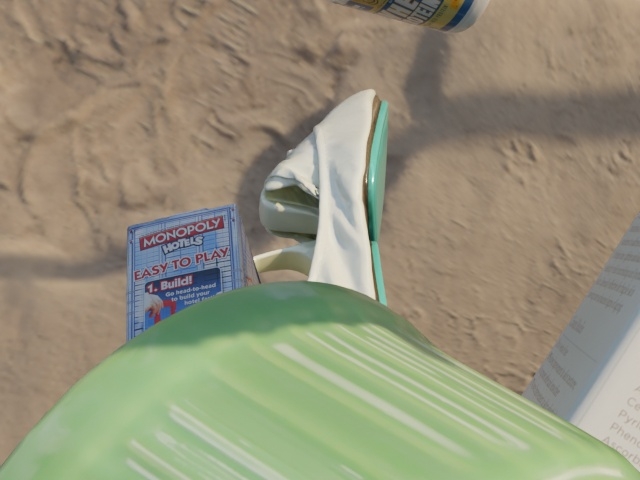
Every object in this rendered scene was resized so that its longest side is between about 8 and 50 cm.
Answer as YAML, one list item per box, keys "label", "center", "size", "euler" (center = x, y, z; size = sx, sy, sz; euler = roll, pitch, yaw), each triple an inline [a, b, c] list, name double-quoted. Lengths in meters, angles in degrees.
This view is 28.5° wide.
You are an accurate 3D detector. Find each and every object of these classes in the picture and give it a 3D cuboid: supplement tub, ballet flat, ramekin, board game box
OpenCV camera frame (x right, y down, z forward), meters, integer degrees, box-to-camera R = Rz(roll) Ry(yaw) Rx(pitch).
- label: "supplement tub"
  center: [0.077, -0.309, 1.332]
  size: [0.199, 0.144, 0.144]
  euler: [11, 83, -20]
- label: "ballet flat"
  center: [0.000, 0.000, 1.149]
  size: [0.139, 0.139, 0.400]
  euler: [-16, 45, 18]
- label: "ramekin"
  center: [0.006, 0.180, 0.483]
  size: [0.148, 0.303, 0.303]
  euler: [22, 89, 39]
- label: "board game box"
  center: [-0.045, 0.093, 0.618]
  size: [0.060, 0.194, 0.194]
  euler: [-11, 65, 6]

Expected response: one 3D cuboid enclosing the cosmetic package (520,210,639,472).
- label: "cosmetic package"
  center: [0.386, 0.165, 1.166]
  size: [0.327, 0.329, 0.394]
  euler: [32, 94, 4]
